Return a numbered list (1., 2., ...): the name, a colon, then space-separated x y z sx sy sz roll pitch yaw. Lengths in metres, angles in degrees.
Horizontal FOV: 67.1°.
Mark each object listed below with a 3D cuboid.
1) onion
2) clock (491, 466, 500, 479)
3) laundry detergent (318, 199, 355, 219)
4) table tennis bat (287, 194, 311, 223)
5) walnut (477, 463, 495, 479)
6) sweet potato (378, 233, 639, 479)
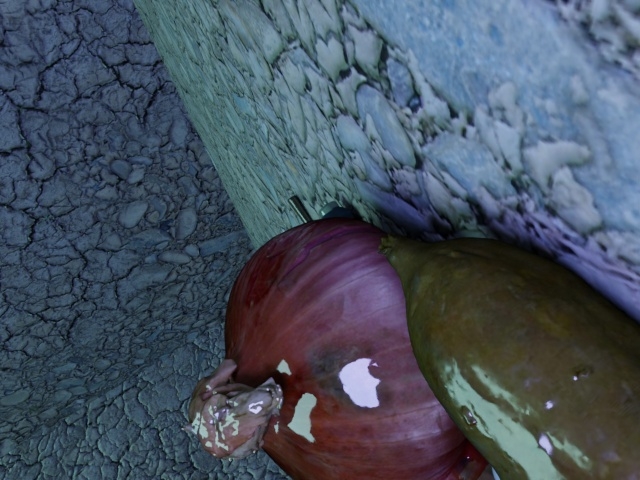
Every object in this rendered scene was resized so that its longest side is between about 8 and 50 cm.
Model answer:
1. onion: 0.041 0.144 0.570 0.353 0.354 0.353 56 169 17
2. clock: 0.258 0.297 0.546 0.176 0.080 0.117 62 168 -13
3. laundry detergent: 0.057 0.024 0.761 0.206 0.061 0.096 58 171 8
4. table tennis bat: 0.000 0.000 1.071 0.234 0.022 0.131 56 170 6
5. walnut: 0.182 0.465 0.756 0.306 0.306 0.343 -143 48 -63
6. sweet potato: 0.166 0.112 0.322 0.158 0.158 0.369 79 164 -61
